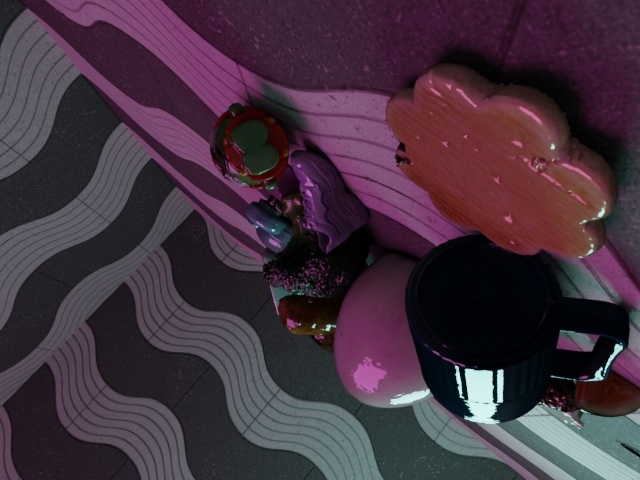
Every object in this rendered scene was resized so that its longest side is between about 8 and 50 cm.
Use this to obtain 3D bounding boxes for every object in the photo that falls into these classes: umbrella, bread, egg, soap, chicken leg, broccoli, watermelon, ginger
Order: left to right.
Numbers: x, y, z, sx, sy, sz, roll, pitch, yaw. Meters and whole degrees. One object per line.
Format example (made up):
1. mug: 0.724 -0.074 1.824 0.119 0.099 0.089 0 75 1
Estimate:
1. soap: -0.159 -0.195 1.259 0.203 0.065 0.122 35 166 24
2. broccoli: -0.026 0.015 1.196 0.297 0.298 0.297 65 163 -9
3. ginger: 0.032 0.178 1.337 0.172 0.321 0.165 59 154 2
4. egg: 0.188 0.257 1.152 0.355 0.339 0.354 38 168 9
5. bread: 0.208 -0.091 0.567 0.316 0.054 0.316 40 167 11
6. chicken leg: 0.456 0.287 0.971 0.196 0.125 0.080 33 127 25
7. watermelon: 0.519 0.269 0.858 0.135 0.125 0.094 -98 -9 -82
8. umbrella: 0.757 0.512 1.054 0.149 0.022 0.022 25 133 51

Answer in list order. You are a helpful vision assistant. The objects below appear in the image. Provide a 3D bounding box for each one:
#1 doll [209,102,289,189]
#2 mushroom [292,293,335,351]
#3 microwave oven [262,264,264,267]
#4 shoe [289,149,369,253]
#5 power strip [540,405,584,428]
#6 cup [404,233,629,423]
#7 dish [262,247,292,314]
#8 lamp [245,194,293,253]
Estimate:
1. doll: -0.160 -0.205 1.019 0.182 0.160 0.363 60 165 -16
2. mushroom: 0.015 0.230 1.614 0.356 0.334 0.331 -11 114 34
3. microwave oven: -0.122 0.136 2.008 0.188 0.178 0.247 39 167 10
4. shoe: -0.003 -0.085 1.016 0.245 0.137 0.095 48 161 -28
5. power strip: 0.501 0.343 1.152 0.338 0.058 0.098 30 164 41
6. cup: 0.296 0.169 0.765 0.308 0.242 0.292 35 164 36
7. dish: -0.132 0.123 1.656 0.182 0.080 0.243 -76 -25 -68
8. lamp: -0.139 -0.039 1.540 0.209 0.147 0.284 36 166 41
